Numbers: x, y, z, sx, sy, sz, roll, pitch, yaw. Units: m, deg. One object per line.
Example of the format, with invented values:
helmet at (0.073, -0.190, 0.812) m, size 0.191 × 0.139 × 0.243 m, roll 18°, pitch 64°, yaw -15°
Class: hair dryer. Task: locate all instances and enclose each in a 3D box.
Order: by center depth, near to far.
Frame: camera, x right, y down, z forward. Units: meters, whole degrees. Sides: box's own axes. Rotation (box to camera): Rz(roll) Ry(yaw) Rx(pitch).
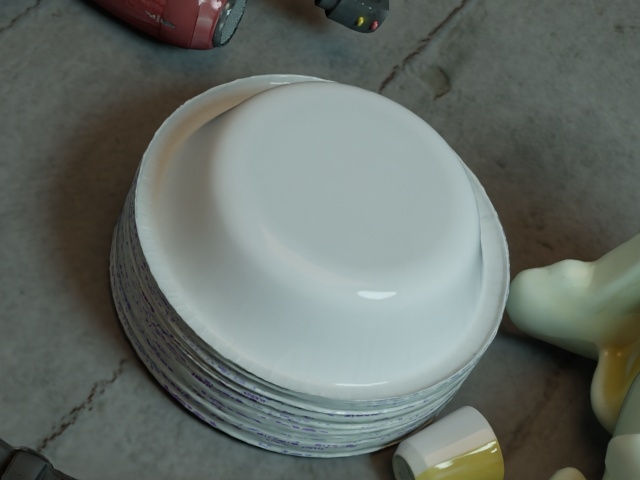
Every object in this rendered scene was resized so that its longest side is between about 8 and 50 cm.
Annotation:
hair dryer at (-0.104, -0.232, 1.475) m, size 0.293 × 0.080 × 0.224 m, roll 2°, pitch 36°, yaw -24°

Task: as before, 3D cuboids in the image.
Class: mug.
mug at (0.090, 0.159, 1.256) m, size 0.064 × 0.062 × 0.078 m, roll -18°, pitch 30°, yaw -22°

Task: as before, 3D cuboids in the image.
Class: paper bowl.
paper bowl at (0.000, 0.000, 1.283) m, size 0.284 × 0.148 × 0.284 m, roll 10°, pitch 54°, yaw -14°

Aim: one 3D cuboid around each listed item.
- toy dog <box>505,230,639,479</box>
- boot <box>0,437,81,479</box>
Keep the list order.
toy dog at (0.303, 0.200, 1.213) m, size 0.395 × 0.284 × 0.408 m, roll 31°, pitch 47°, yaw -29°
boot at (-0.178, 0.236, 1.092) m, size 0.229 × 0.091 × 0.263 m, roll 15°, pitch 50°, yaw -3°
